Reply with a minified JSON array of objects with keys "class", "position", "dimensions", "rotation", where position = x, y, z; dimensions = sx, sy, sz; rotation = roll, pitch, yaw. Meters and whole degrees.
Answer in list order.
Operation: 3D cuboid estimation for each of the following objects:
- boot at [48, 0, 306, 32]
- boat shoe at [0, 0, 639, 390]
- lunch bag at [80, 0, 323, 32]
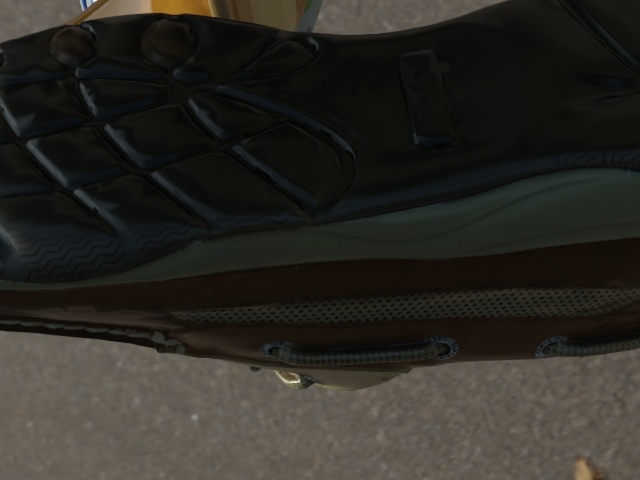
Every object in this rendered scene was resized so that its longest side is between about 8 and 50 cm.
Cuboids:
[{"class":"boot","position":[-0.109,-0.094,0.696],"dimensions":[0.211,0.104,0.295],"rotation":[2,135,21]},{"class":"boat shoe","position":[0.000,0.000,0.454],"dimensions":[0.122,0.324,0.119],"rotation":[-88,-6,-48]},{"class":"lunch bag","position":[-0.076,-0.206,0.922],"dimensions":[0.176,0.090,0.219],"rotation":[37,134,18]}]
